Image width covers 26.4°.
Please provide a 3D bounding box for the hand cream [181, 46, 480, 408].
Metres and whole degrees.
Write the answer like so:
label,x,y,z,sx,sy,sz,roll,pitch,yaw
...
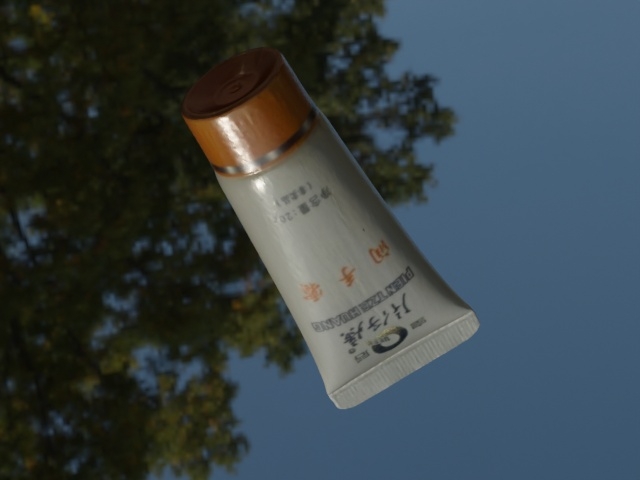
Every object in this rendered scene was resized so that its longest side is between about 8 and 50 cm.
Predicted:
label,x,y,z,sx,sy,sz,roll,pitch,yaw
hand cream,0.000,0.000,1.061,0.139,0.314,0.089,-33,-147,4
